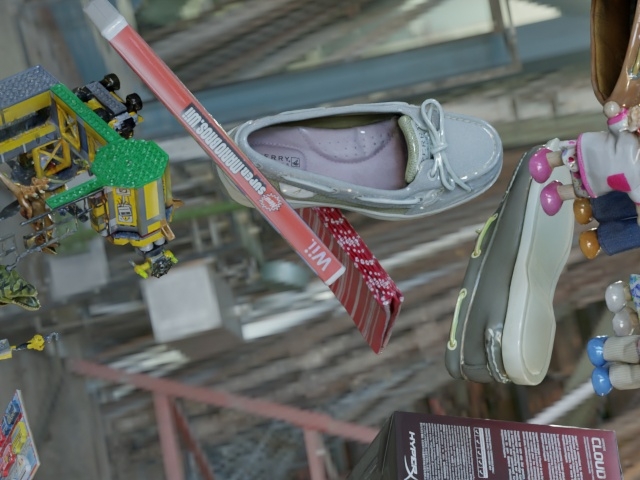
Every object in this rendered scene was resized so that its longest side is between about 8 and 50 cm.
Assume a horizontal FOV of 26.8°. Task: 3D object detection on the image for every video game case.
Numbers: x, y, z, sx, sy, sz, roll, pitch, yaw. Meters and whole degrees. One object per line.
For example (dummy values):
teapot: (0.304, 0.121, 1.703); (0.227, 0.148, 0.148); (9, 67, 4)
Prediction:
video game case: (-0.097, -0.093, 1.178); (0.285, 0.025, 0.204); (48, -1, -21)

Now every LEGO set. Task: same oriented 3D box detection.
LEGO set: (-0.279, 0.014, 1.116); (0.255, 0.331, 0.192); (33, -38, 30)

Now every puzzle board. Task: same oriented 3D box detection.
puzzle board: (-0.334, 0.236, 1.439); (0.128, 0.011, 0.096); (-58, -137, 37)

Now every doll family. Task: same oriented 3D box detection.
doll family: (0.288, 0.003, 1.074); (0.118, 0.163, 0.263); (-27, 102, -43)

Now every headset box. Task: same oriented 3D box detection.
headset box: (0.193, 0.296, 1.527); (0.218, 0.293, 0.110); (115, -22, -55)

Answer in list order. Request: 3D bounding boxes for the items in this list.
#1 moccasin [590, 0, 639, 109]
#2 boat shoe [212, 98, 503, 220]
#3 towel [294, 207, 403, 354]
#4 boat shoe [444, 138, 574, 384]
moccasin: (0.329, -0.307, 1.472); (0.139, 0.147, 0.380); (145, -52, -64)
boat shoe: (0.052, -0.089, 1.395); (0.103, 0.320, 0.118); (147, -58, -67)
towel: (0.000, 0.000, 1.609); (0.275, 0.031, 0.199); (53, -15, 16)
boat shoe: (0.199, 0.016, 1.393); (0.109, 0.091, 0.305); (55, 41, -39)
